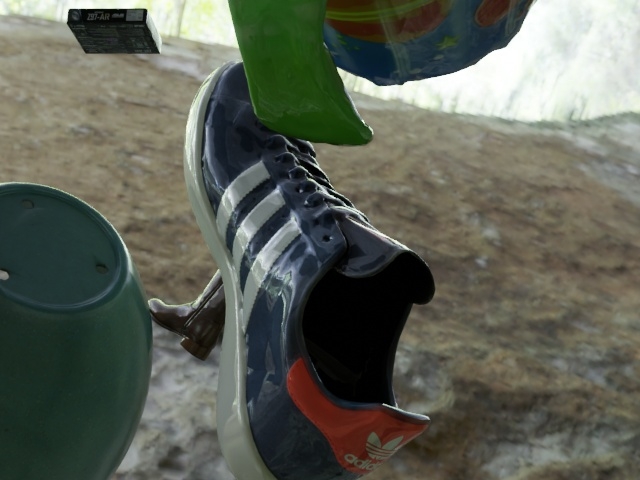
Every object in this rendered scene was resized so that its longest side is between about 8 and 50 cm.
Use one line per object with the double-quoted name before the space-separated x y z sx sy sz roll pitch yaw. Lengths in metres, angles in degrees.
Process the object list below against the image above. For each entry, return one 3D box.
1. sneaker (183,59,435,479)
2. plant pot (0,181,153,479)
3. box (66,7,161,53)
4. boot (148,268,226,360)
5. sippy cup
"sneaker" 0.000 0.000 0.663 0.131 0.148 0.349 16 -126 -47
"plant pot" -0.257 0.067 0.762 0.290 0.195 0.290 23 -141 -19
"box" -0.214 -0.218 0.965 0.083 0.018 0.067 1 164 4
"boot" -0.112 0.047 0.913 0.106 0.114 0.037 34 -179 34
"sippy cup" 0.038 -0.210 0.506 0.240 0.305 0.224 47 174 26
